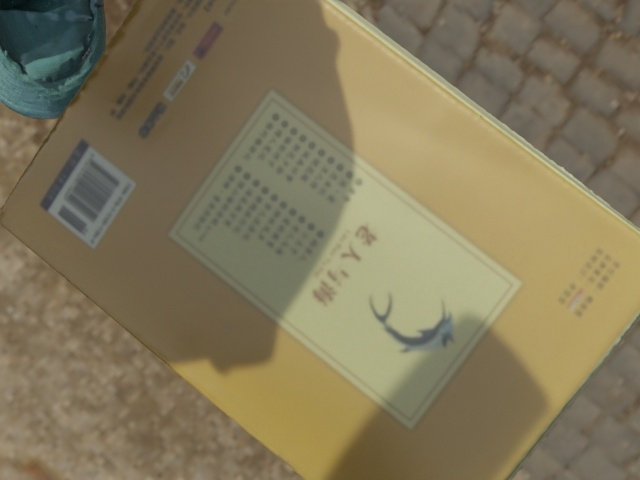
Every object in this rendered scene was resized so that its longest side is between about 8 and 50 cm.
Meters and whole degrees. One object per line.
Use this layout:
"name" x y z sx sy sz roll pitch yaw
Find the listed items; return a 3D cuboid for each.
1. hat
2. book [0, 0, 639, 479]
"hat" -0.258 -0.206 1.498 0.078 0.138 0.191 28 131 46
"book" 0.000 0.000 1.101 0.389 0.032 0.269 40 103 10
